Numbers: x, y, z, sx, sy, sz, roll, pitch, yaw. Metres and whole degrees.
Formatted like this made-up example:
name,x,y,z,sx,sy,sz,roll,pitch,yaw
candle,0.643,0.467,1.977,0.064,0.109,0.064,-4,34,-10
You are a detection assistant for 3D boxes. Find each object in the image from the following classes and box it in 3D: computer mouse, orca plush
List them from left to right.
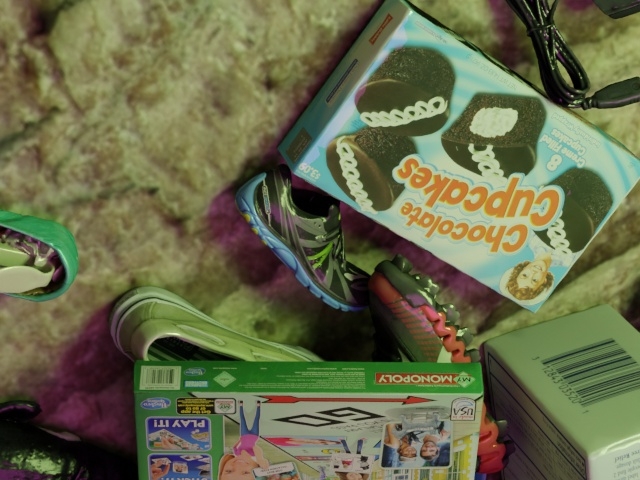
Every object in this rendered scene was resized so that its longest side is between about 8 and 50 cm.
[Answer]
name,x,y,z,sx,sy,sz,roll,pitch,yaw
orca plush,-0.265,0.253,1.805,0.287,0.102,0.151,29,104,-30
computer mouse,0.307,-0.227,1.747,0.262,0.060,0.184,-21,101,-8

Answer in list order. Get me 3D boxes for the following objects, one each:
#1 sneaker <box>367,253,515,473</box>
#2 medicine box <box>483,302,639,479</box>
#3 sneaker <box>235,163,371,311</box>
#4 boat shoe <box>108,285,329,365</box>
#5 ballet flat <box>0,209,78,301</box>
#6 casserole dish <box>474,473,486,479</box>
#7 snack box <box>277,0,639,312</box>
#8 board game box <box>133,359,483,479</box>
name,x,y,z,sx,sy,sz,roll,pitch,yaw
sneaker,0.090,0.142,1.831,0.135,0.097,0.276,-29,124,-9
medicine box,0.294,0.255,1.898,0.149,0.263,0.289,-17,116,-12
sneaker,0.000,0.000,1.786,0.078,0.067,0.188,-40,121,7
boat shoe,-0.074,0.145,1.821,0.302,0.094,0.109,27,105,-29
ballet flat,-0.326,0.001,1.658,0.247,0.087,0.083,12,112,-25
casserole dish,0.108,0.208,1.955,0.114,0.037,0.188,-19,122,-10
snack box,0.139,-0.078,1.799,0.322,0.060,0.187,29,105,-30
board game box,-0.013,0.202,1.771,0.317,0.046,0.214,0,130,-1
